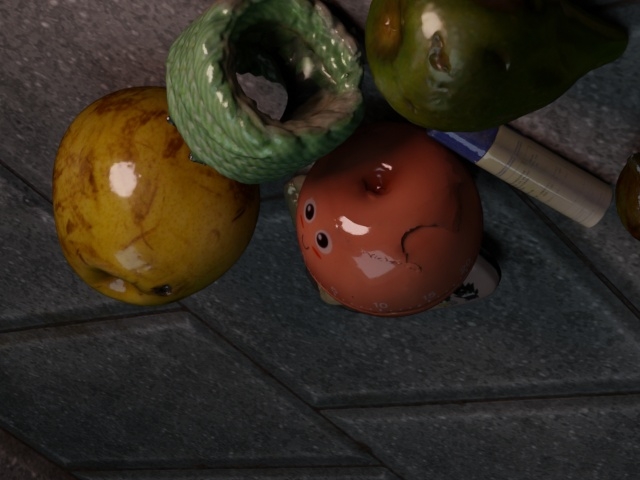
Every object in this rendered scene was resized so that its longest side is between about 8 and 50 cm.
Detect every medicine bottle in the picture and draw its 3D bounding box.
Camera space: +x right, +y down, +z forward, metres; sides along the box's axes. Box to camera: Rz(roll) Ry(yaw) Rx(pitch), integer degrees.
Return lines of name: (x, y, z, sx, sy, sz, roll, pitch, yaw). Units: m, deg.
medicine bottle: (0.235, -0.093, 1.859, 0.231, 0.059, 0.059, 29, 152, -13)

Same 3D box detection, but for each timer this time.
timer: (0.083, -0.025, 1.908, 0.229, 0.230, 0.215, 15, 155, 13)

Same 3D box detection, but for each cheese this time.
cheese: (0.000, 0.000, 2.133, 0.065, 0.043, 0.194, 3, 122, 36)

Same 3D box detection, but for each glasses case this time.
glasses case: (0.110, 0.046, 2.176, 0.314, 0.075, 0.122, -8, 135, 44)

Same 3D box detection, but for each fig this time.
fig: (0.191, -0.200, 1.606, 0.275, 0.206, 0.206, 6, 159, -25)
fig: (0.375, -0.058, 1.777, 0.109, 0.103, 0.154, -26, 139, 27)

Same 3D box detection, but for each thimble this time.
thimble: (-0.061, -0.175, 1.771, 0.219, 0.219, 0.150, 31, 153, -17)

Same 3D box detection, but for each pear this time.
pear: (-0.213, -0.056, 2.029, 0.280, 0.281, 0.281, 17, 152, 9)
